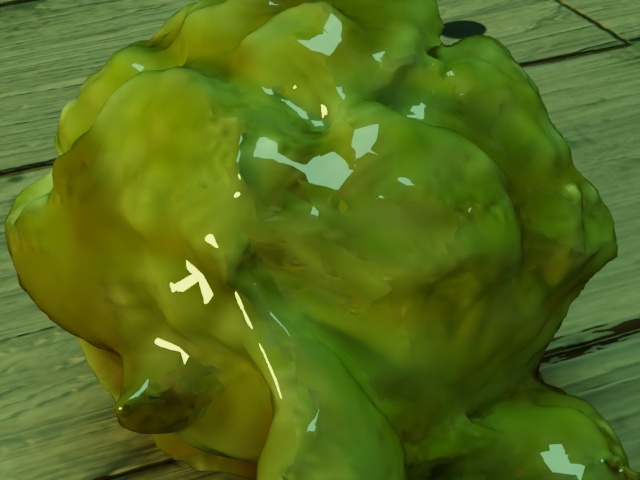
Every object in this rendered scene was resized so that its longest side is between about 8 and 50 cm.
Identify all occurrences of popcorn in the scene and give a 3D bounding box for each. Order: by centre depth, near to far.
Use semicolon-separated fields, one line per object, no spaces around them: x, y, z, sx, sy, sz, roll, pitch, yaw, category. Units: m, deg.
0.007;0.001;0.625;0.336;0.279;0.274;8;12;40;popcorn
